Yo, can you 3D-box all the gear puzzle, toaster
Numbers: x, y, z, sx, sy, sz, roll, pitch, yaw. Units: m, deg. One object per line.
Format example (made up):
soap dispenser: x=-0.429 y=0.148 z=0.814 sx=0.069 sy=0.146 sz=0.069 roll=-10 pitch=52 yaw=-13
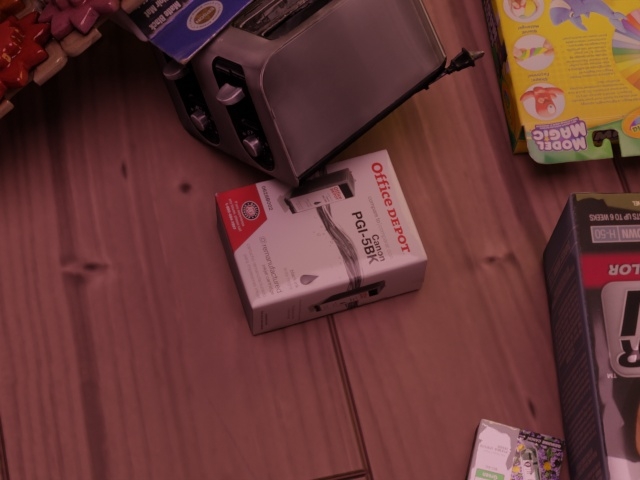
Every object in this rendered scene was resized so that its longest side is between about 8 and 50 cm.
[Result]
gear puzzle: x=-0.280 y=-0.128 z=1.091 sx=0.339 sy=0.044 sz=0.175 roll=-38 pitch=41 yaw=5
toaster: x=-0.012 y=-0.144 z=1.102 sx=0.186 sy=0.110 sz=0.168 roll=-39 pitch=37 yaw=-18

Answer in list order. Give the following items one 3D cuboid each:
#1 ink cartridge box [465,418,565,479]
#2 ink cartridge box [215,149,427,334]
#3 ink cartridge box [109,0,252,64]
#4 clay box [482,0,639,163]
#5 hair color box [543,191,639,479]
ink cartridge box: x=0.129 y=0.188 z=1.038 sx=0.063 sy=0.029 sz=0.115 roll=14 pitch=66 yaw=3
ink cartridge box: x=0.000 y=0.000 z=1.100 sx=0.135 sy=0.056 sz=0.099 roll=-16 pitch=67 yaw=-9
ink cartridge box: x=-0.085 y=-0.248 z=1.125 sx=0.223 sy=0.045 sz=0.224 roll=-44 pitch=38 yaw=-9
clay box: x=0.202 y=-0.155 z=1.181 sx=0.128 sy=0.053 sz=0.222 roll=-5 pitch=68 yaw=-5
hair color box: x=0.270 y=0.155 z=1.015 sx=0.185 sy=0.113 sz=0.374 roll=-2 pitch=67 yaw=-4
